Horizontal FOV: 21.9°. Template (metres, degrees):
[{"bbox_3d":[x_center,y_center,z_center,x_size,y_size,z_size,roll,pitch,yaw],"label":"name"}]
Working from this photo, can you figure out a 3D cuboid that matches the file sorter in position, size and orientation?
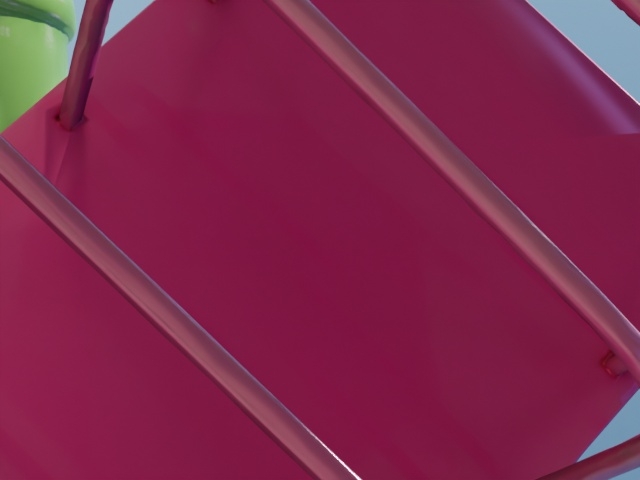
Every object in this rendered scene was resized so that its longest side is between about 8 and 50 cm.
[{"bbox_3d":[0.000,0.000,0.450,0.291,0.202,0.182,-45,175,-21],"label":"file sorter"}]

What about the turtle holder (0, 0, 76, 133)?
[{"bbox_3d":[-0.283,-0.068,0.836,0.243,0.320,0.227,0,-95,45],"label":"turtle holder"}]
